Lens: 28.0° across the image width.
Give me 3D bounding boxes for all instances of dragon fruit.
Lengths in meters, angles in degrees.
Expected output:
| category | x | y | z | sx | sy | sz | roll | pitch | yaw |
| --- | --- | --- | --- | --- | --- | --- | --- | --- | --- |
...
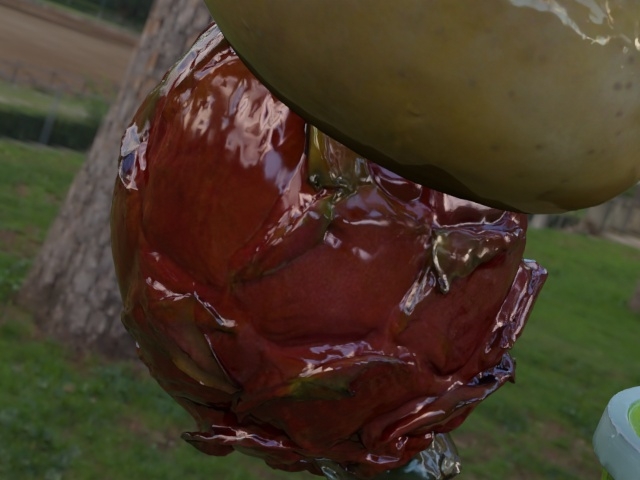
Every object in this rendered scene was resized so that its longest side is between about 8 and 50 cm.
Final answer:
| category | x | y | z | sx | sy | sz | roll | pitch | yaw |
| --- | --- | --- | --- | --- | --- | --- | --- | --- | --- |
| dragon fruit | 0.000 | 0.000 | 0.809 | 0.277 | 0.343 | 0.277 | -13 | 9 | 2 |

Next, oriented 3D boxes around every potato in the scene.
| category | x | y | z | sx | sy | sz | roll | pitch | yaw |
| --- | --- | --- | --- | --- | --- | --- | --- | --- | --- |
| potato | 0.038 | -0.100 | 0.518 | 0.234 | 0.146 | 0.150 | 48 | 17 | 15 |

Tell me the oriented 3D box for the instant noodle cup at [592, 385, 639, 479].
| category | x | y | z | sx | sy | sz | roll | pitch | yaw |
| --- | --- | --- | --- | --- | --- | --- | --- | --- | --- |
| instant noodle cup | 0.295 | 0.298 | 0.886 | 0.293 | 0.308 | 0.294 | 12 | 17 | -4 |
